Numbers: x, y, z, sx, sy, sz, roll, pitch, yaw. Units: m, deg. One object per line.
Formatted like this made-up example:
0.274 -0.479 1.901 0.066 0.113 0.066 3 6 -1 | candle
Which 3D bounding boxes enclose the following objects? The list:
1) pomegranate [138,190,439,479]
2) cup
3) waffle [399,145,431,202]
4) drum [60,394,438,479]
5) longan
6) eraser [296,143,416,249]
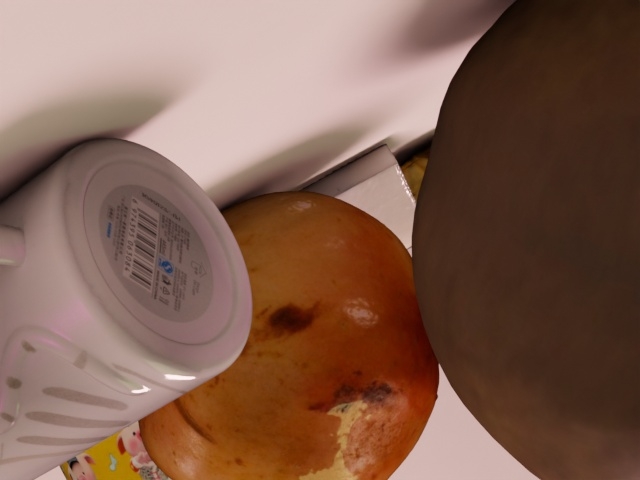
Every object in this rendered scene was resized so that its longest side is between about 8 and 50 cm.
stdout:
-0.024 0.072 0.855 0.209 0.209 0.209 -28 176 -2 | pomegranate
-0.113 0.036 0.502 0.133 0.099 0.136 -30 176 30 | cup
0.092 -0.037 1.164 0.302 0.068 0.325 -26 173 -34 | waffle
-0.096 0.177 1.509 0.431 0.214 0.431 -29 177 -2 | drum
0.205 -0.003 0.650 0.319 0.318 0.319 -28 176 -2 | longan
0.000 0.000 0.970 0.150 0.023 0.104 -28 144 2 | eraser
